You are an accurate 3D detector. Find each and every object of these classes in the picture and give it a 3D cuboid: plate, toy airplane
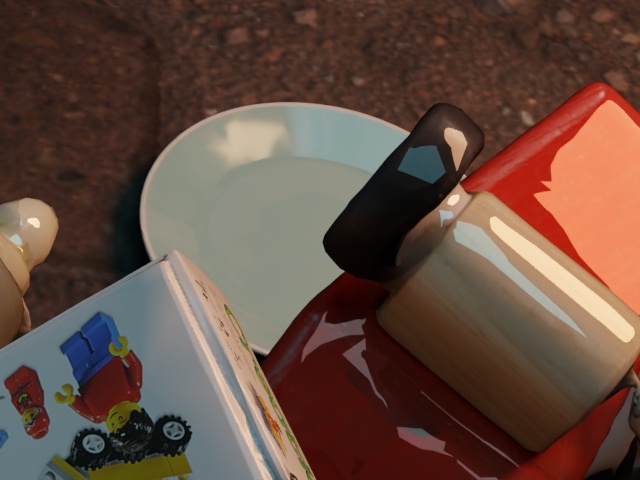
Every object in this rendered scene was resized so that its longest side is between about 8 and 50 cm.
[{"bbox_3d":[0.000,0.000,0.877,0.188,0.024,0.188,8,45,-8],"label":"plate"},{"bbox_3d":[-0.041,0.148,0.595,0.384,0.272,0.386,-4,84,-5],"label":"toy airplane"}]

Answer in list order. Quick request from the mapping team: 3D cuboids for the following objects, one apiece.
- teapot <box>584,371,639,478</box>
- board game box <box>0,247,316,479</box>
[{"bbox_3d":[0.226,0.101,0.737,0.256,0.187,0.252,27,16,34],"label":"teapot"},{"bbox_3d":[-0.122,0.160,0.433,0.305,0.053,0.193,-30,65,5],"label":"board game box"}]
